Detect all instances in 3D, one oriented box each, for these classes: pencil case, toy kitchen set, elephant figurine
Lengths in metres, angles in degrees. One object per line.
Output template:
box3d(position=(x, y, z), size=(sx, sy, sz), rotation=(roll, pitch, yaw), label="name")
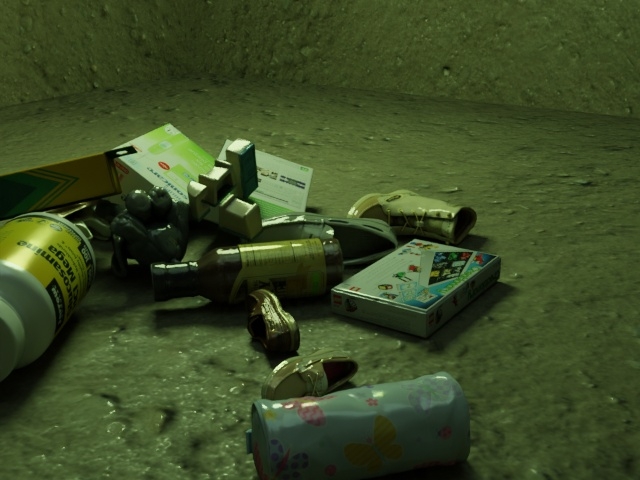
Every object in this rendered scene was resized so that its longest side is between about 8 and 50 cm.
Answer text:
box3d(position=(0.048, 0.233, 0.986), size=(0.273, 0.113, 0.124), rotation=(-6, 11, -15), label="pencil case")
box3d(position=(-0.152, -0.085, 1.623), size=(0.166, 0.122, 0.207), rotation=(21, 47, 22), label="toy kitchen set")
box3d(position=(-0.362, -0.005, 1.605), size=(0.169, 0.186, 0.239), rotation=(24, -28, -26), label="elephant figurine")

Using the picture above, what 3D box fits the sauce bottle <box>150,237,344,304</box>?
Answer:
box3d(position=(-0.133, 0.061, 1.461), size=(0.344, 0.111, 0.111), rotation=(-6, 21, -10), label="sauce bottle")

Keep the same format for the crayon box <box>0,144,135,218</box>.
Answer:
box3d(position=(-0.513, -0.107, 1.566), size=(0.323, 0.083, 0.203), rotation=(-15, 5, -9), label="crayon box")

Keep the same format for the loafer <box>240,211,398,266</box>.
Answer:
box3d(position=(0.000, 0.000, 1.617), size=(0.319, 0.112, 0.111), rotation=(-4, 12, -10), label="loafer")

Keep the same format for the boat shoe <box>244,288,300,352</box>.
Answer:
box3d(position=(-0.094, 0.131, 1.332), size=(0.060, 0.064, 0.178), rotation=(-8, 24, -24), label="boat shoe")

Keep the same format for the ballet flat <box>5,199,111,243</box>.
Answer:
box3d(position=(-0.535, -0.035, 1.753), size=(0.124, 0.116, 0.342), rotation=(29, 30, 17), label="ballet flat")

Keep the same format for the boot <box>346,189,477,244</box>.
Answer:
box3d(position=(0.200, -0.041, 1.754), size=(0.203, 0.095, 0.262), rotation=(18, 23, 39), label="boot")

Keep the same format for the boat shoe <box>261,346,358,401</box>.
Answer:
box3d(position=(-0.011, 0.198, 1.151), size=(0.059, 0.063, 0.170), rotation=(10, 21, 41), label="boat shoe")

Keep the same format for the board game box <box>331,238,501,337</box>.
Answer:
box3d(position=(0.183, 0.079, 1.480), size=(0.193, 0.053, 0.305), rotation=(13, 24, 34), label="board game box")

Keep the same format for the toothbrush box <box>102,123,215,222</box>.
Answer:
box3d(position=(-0.364, -0.140, 1.865), size=(0.206, 0.122, 0.283), rotation=(38, 28, 2), label="toothbrush box")

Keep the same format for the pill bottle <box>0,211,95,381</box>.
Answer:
box3d(position=(-0.493, 0.090, 1.277), size=(0.188, 0.188, 0.334), rotation=(0, 21, 1), label="pill bottle")

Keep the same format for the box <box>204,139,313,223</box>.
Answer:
box3d(position=(-0.144, -0.115, 1.842), size=(0.232, 0.058, 0.322), rotation=(19, 28, -5), label="box")
